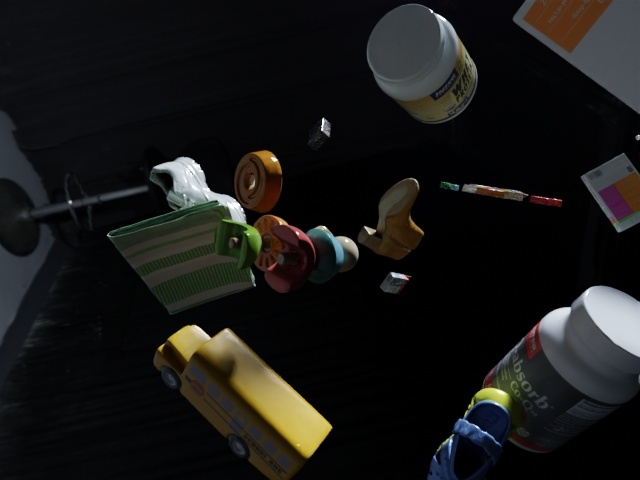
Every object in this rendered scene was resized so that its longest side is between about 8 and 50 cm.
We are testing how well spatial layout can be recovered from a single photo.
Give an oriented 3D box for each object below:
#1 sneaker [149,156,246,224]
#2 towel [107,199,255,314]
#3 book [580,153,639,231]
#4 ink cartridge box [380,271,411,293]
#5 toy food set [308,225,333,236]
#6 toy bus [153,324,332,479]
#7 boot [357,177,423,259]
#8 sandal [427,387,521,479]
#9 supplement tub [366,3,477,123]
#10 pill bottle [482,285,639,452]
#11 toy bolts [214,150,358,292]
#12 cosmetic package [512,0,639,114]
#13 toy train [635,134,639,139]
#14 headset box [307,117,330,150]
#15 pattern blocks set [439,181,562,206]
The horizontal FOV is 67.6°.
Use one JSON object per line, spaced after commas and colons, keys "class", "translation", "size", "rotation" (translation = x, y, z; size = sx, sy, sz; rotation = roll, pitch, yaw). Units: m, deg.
{"class": "sneaker", "translation": [-0.308, -0.089, 1.191], "size": [0.297, 0.111, 0.129], "rotation": [40, 29, 15]}
{"class": "towel", "translation": [-0.294, 0.051, 1.101], "size": [0.325, 0.248, 0.038], "rotation": [79, -9, -53]}
{"class": "book", "translation": [0.650, -0.103, 1.034], "size": [0.144, 0.096, 0.035], "rotation": [62, 5, 10]}
{"class": "ink cartridge box", "translation": [0.254, 0.142, 1.569], "size": [0.115, 0.063, 0.029], "rotation": [14, 27, -42]}
{"class": "toy food set", "translation": [0.000, 0.000, 1.337], "size": [0.083, 0.083, 0.020], "rotation": [57, -30, 12]}
{"class": "toy bus", "translation": [-0.149, 0.280, 0.873], "size": [0.108, 0.333, 0.130], "rotation": [-34, 160, -50]}
{"class": "boot", "translation": [0.281, -0.064, 1.604], "size": [0.211, 0.295, 0.104], "rotation": [19, 33, -35]}
{"class": "sandal", "translation": [0.294, 0.456, 0.981], "size": [0.138, 0.126, 0.317], "rotation": [-11, 121, -57]}
{"class": "supplement tub", "translation": [0.279, -0.468, 1.295], "size": [0.316, 0.228, 0.228], "rotation": [9, 65, -58]}
{"class": "pill bottle", "translation": [0.514, 0.272, 0.996], "size": [0.210, 0.210, 0.363], "rotation": [-102, -156, -44]}
{"class": "toy bolts", "translation": [-0.041, -0.024, 0.799], "size": [0.228, 0.158, 0.218], "rotation": [31, -67, 42]}
{"class": "cosmetic package", "translation": [0.625, -0.388, 0.888], "size": [0.453, 0.161, 0.230], "rotation": [47, -46, 19]}
{"class": "toy train", "translation": [0.876, -0.301, 1.196], "size": [0.046, 0.125, 0.166], "rotation": [60, 8, 21]}
{"class": "headset box", "translation": [-0.004, -0.298, 1.349], "size": [0.032, 0.062, 0.083], "rotation": [35, 36, -24]}
{"class": "pattern blocks set", "translation": [0.522, -0.143, 1.425], "size": [0.285, 0.325, 0.026], "rotation": [-22, 122, -75]}
